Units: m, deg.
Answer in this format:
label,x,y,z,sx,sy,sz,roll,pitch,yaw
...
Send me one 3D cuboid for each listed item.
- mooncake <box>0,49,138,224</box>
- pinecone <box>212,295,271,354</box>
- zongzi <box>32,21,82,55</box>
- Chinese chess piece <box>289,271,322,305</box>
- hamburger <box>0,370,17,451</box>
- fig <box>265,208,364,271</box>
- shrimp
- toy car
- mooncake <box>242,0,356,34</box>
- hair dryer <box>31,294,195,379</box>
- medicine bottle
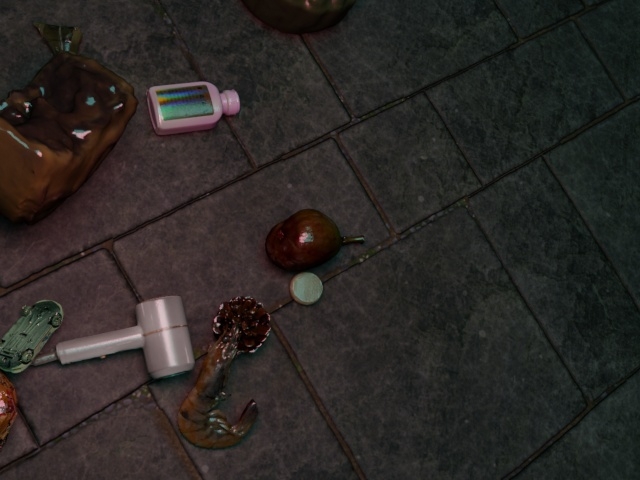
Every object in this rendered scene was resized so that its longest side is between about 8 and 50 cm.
label,x,y,z,sx,sy,sz,roll,pitch,yaw
mooncake,-0.568,-0.228,1.551,0.246,0.393,0.394,36,77,-6
pinecone,-0.181,0.193,1.718,0.140,0.121,0.140,4,69,-11
zongzi,-0.640,-0.466,1.787,0.119,0.055,0.109,8,73,-6
Chinese chess piece,-0.036,0.119,1.842,0.084,0.034,0.084,5,74,-17
hamburger,-0.719,0.344,1.485,0.230,0.107,0.231,8,64,-18
fig,0.000,-0.002,1.839,0.274,0.170,0.146,-2,70,-41
shrimp,-0.201,0.329,1.653,0.169,0.058,0.296,23,95,-17
toy car,-0.609,0.203,1.572,0.093,0.058,0.186,12,44,14
mooncake,-0.050,-0.742,2.009,0.356,0.194,0.357,5,73,-18
hair dryer,-0.464,0.238,1.627,0.357,0.107,0.173,-11,77,-14
medicine bottle,-0.312,-0.332,1.850,0.219,0.078,0.115,-11,76,-23
